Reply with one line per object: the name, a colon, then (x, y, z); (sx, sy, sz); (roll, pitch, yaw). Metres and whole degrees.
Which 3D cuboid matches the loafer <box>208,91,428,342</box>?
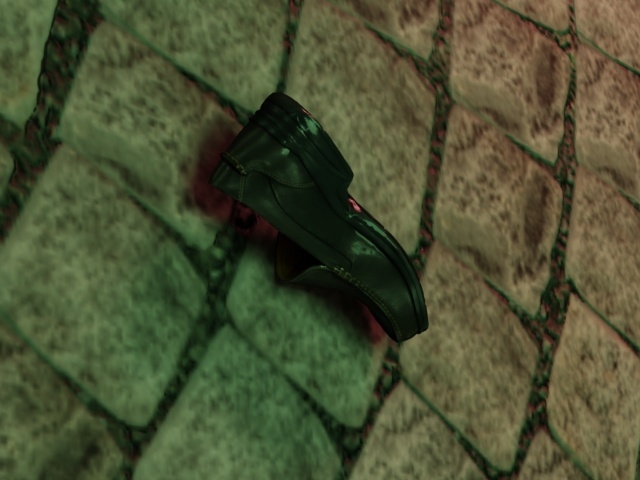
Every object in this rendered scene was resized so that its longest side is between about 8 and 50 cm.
loafer: (0.000, 0.000, 0.877); (0.061, 0.062, 0.170); (-41, 122, -8)
